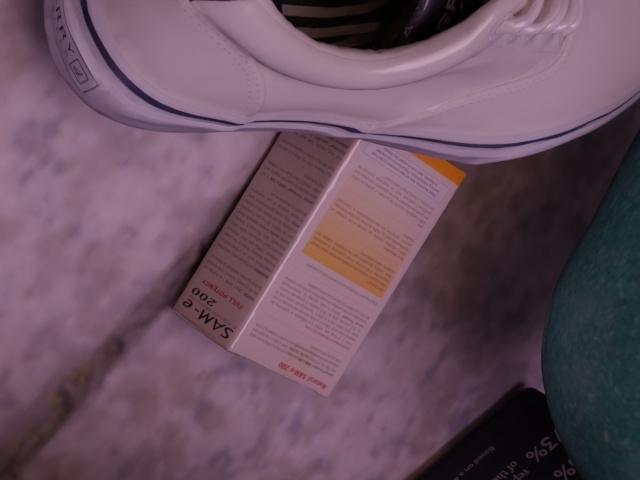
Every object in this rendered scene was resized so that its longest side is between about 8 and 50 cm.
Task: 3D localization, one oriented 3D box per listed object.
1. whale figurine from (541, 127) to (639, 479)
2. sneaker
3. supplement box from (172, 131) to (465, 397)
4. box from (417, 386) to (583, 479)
[{"bbox_3d":[0.156,-0.013,0.731,0.216,0.141,0.272,-7,100,-86],"label":"whale figurine"},{"bbox_3d":[0.041,-0.073,0.634,0.258,0.091,0.094,-10,86,-40],"label":"sneaker"},{"bbox_3d":[0.000,0.000,0.706,0.062,0.036,0.098,32,91,-49],"label":"supplement box"},{"bbox_3d":[0.112,0.181,0.802,0.153,0.207,0.108,-37,136,-20],"label":"box"}]
